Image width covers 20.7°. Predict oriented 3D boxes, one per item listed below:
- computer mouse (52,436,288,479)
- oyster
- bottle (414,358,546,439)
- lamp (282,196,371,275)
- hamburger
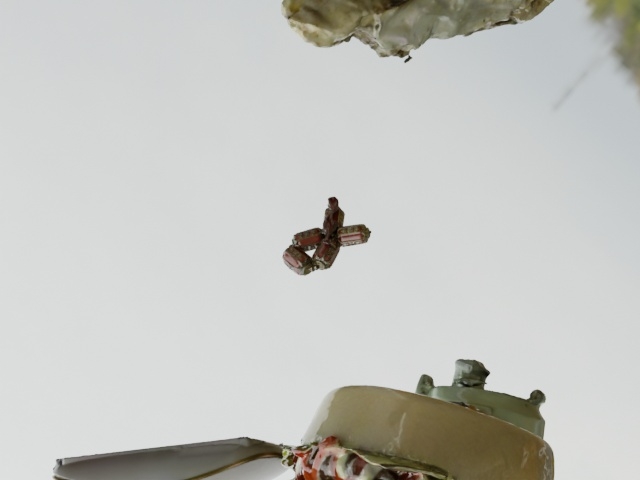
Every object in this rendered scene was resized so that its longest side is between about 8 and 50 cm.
[{"bbox_3d":[-0.189,0.299,2.223,0.158,0.310,0.072,27,-123,-65],"label":"computer mouse"},{"bbox_3d":[0.111,-0.259,1.717,0.341,0.110,0.166,-4,-140,-23],"label":"oyster"},{"bbox_3d":[0.207,0.340,2.331,0.229,0.352,0.229,14,174,2],"label":"bottle"},{"bbox_3d":[0.000,0.000,1.654,0.063,0.083,0.031,40,160,41],"label":"lamp"},{"bbox_3d":[0.104,0.263,1.821,0.302,0.170,0.302,14,165,4],"label":"hamburger"}]
